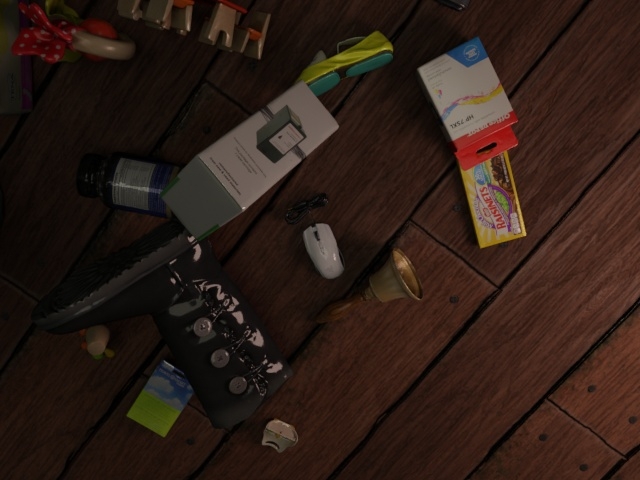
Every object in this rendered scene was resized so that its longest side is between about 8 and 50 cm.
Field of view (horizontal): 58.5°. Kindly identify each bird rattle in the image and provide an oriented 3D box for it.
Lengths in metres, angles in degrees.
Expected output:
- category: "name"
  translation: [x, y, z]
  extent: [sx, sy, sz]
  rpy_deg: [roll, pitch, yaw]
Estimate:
- category: "bird rattle"
  translation: [-0.455, -0.397, 1.082]
  extent: [0.207, 0.253, 0.143]
  rpy_deg: [8, 106, -25]

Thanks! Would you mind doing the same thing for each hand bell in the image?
- category: "hand bell"
  translation: [0.094, 0.127, 1.273]
  extent: [0.242, 0.126, 0.126]
  rpy_deg: [-31, 102, 22]

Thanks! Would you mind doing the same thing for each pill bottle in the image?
- category: "pill bottle"
  translation: [-0.386, -0.119, 1.200]
  extent: [0.219, 0.123, 0.122]
  rpy_deg: [11, 104, 0]

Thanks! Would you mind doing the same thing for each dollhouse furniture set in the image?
- category: "dollhouse furniture set"
  translation: [-0.254, -0.454, 1.058]
  extent: [0.259, 0.262, 0.135]
  rpy_deg: [24, 104, 28]

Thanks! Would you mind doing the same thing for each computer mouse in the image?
- category: "computer mouse"
  translation: [0.000, 0.000, 1.259]
  extent: [0.106, 0.042, 0.193]
  rpy_deg: [-23, 102, 6]

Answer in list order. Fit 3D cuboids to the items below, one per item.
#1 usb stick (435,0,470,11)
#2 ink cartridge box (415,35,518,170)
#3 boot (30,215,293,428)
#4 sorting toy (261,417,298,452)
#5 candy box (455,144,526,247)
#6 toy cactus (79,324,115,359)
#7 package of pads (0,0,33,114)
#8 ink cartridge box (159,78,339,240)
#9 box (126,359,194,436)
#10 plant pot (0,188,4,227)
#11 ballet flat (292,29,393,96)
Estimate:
- category: "usb stick"
  translation: [0.302, -0.586, 1.101]
  extent: [0.077, 0.045, 0.278]
  rpy_deg: [21, 103, -3]
- category: "ink cartridge box"
  translation: [0.301, -0.269, 1.152]
  extent: [0.134, 0.078, 0.231]
  rpy_deg: [-27, 95, 8]
- category: "boot"
  translation: [-0.304, 0.218, 1.188]
  extent: [0.367, 0.146, 0.445]
  rpy_deg: [-31, 119, -9]
- category: "sorting toy"
  translation: [-0.105, 0.478, 1.385]
  extent: [0.083, 0.045, 0.075]
  rpy_deg: [27, 111, -5]
- category: "candy box"
  translation: [0.369, -0.093, 1.233]
  extent: [0.105, 0.027, 0.206]
  rpy_deg: [-16, 103, 9]
- category: "toy cactus"
  translation: [-0.479, 0.190, 1.260]
  extent: [0.112, 0.180, 0.219]
  rpy_deg: [15, 110, -23]
- category: "package of pads"
  translation: [-0.650, -0.386, 1.086]
  extent: [0.101, 0.229, 0.296]
  rpy_deg: [4, 105, 1]
- category: "ink cartridge box"
  translation: [-0.132, -0.150, 1.073]
  extent: [0.121, 0.289, 0.211]
  rpy_deg: [51, 144, -9]
- category: "box"
  translation: [-0.370, 0.369, 1.362]
  extent: [0.109, 0.042, 0.178]
  rpy_deg: [33, 103, -7]
- category: "plant pot"
  translation: [-0.835, -0.047, 1.123]
  extent: [0.341, 0.334, 0.341]
  rpy_deg: [0, 103, 2]
- category: "ballet flat"
  translation: [0.034, -0.358, 1.161]
  extent: [0.231, 0.077, 0.077]
  rpy_deg: [-23, 81, 4]
